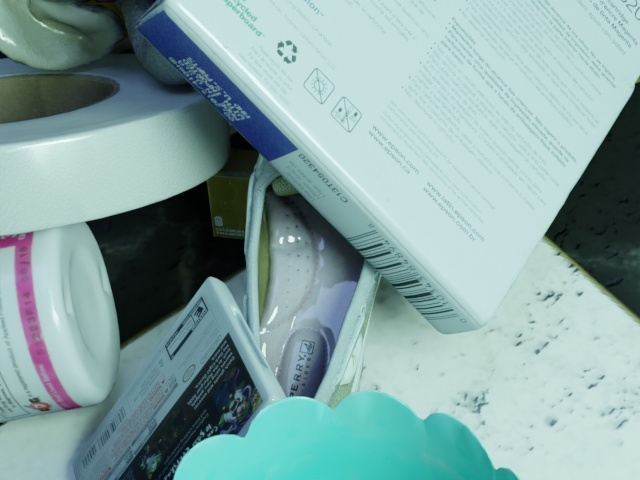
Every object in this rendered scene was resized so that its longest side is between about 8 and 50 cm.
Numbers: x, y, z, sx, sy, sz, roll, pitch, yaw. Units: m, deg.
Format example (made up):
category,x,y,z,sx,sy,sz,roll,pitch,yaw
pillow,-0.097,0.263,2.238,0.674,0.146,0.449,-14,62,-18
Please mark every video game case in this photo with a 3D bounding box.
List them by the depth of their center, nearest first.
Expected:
category,x,y,z,sx,sy,sz,roll,pitch,yaw
video game case,-0.105,0.141,0.950,0.190,0.022,0.173,-53,30,11

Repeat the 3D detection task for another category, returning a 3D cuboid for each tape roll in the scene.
category,x,y,z,sx,sy,sz,roll,pitch,yaw
tape roll,-0.270,-0.089,1.128,0.392,0.072,0.392,-5,18,1

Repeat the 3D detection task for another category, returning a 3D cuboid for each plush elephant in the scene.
category,x,y,z,sx,sy,sz,roll,pitch,yaw
plush elephant,-0.160,-0.263,1.122,0.255,0.330,0.272,10,80,1

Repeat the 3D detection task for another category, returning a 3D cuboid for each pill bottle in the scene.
category,x,y,z,sx,sy,sz,roll,pitch,yaw
pill bottle,-0.317,0.077,1.062,0.283,0.160,0.160,-12,48,6

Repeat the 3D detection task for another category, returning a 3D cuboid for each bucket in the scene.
category,x,y,z,sx,sy,sz,roll,pitch,yaw
bucket,0.014,0.253,0.804,0.281,0.183,0.281,-8,48,9

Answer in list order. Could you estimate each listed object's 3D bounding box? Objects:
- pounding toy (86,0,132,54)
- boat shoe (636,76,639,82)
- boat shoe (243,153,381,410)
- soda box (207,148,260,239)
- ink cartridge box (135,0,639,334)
category,x,y,z,sx,sy,sz,roll,pitch,yaw
pounding toy,-0.194,-0.240,1.303,0.206,0.181,0.094,-23,41,33
boat shoe,0.137,-0.137,1.146,0.342,0.123,0.123,-20,89,-11
boat shoe,-0.003,0.001,1.004,0.118,0.103,0.320,9,77,4
soda box,-0.001,-0.034,1.126,0.181,0.061,0.058,5,29,20
ink cartridge box,0.078,-0.157,0.994,0.071,0.324,0.330,-20,30,56
